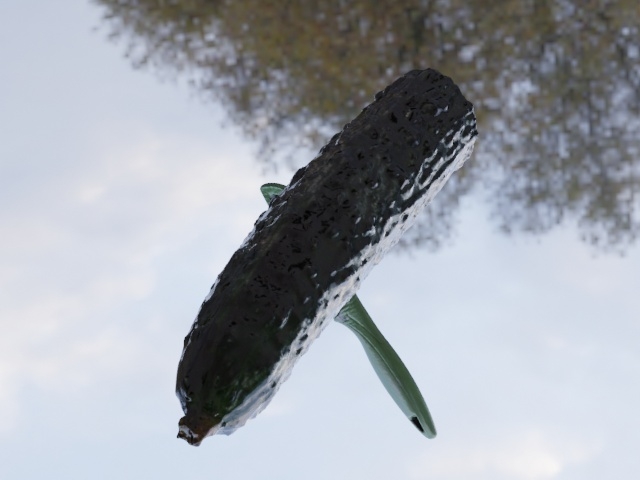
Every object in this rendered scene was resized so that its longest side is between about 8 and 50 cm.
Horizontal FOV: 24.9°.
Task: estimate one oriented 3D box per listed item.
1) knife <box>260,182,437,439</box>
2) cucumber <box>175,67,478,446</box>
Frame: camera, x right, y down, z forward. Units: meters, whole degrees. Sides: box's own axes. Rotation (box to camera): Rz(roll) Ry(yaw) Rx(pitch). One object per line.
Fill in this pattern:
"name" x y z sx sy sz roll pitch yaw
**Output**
"knife" 0.028 0.069 1.354 0.043 0.293 0.020 -24 -166 32
"cucumber" 0.000 0.000 0.694 0.067 0.067 0.293 5 -149 26
